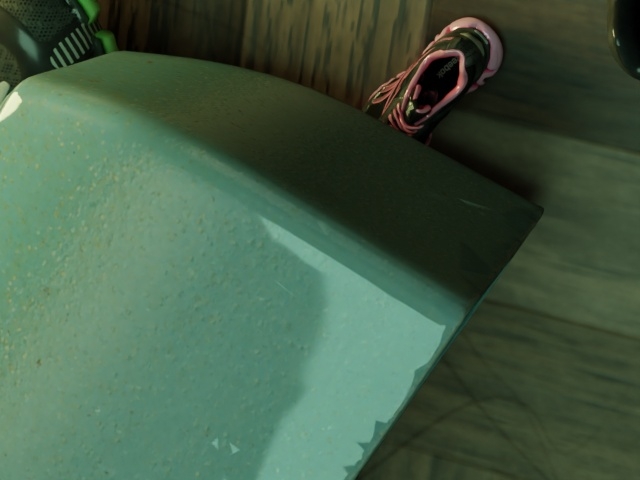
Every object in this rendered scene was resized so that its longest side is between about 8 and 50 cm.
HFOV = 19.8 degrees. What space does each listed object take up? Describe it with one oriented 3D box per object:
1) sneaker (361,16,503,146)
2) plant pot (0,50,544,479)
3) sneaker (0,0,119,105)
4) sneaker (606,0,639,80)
[{"bbox_3d":[0.053,-0.076,1.049,0.047,0.057,0.119,40,118,0],"label":"sneaker"},{"bbox_3d":[-0.068,0.033,0.967,0.252,0.247,0.248,35,109,5],"label":"plant pot"},{"bbox_3d":[-0.319,-0.022,1.123,0.483,0.202,0.185,-25,99,25],"label":"sneaker"},{"bbox_3d":[0.209,-0.205,0.906,0.109,0.130,0.286,16,112,17],"label":"sneaker"}]
